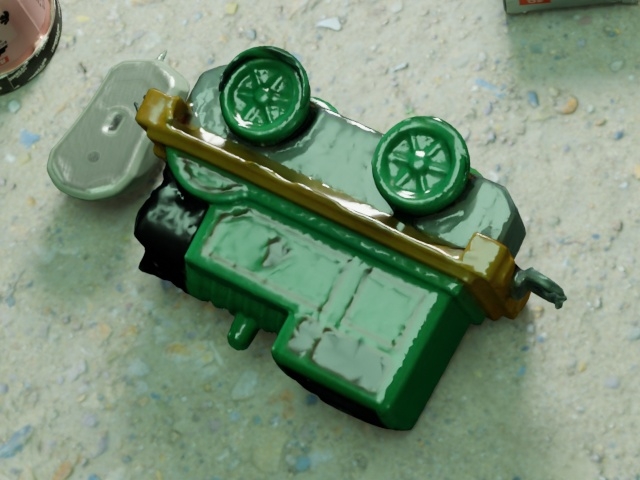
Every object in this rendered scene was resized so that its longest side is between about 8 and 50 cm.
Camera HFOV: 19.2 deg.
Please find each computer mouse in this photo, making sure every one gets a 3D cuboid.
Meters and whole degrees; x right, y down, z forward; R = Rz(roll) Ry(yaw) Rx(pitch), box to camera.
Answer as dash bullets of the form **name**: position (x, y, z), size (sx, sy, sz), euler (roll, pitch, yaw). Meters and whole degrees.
- **computer mouse**: position (-0.184, -0.102, 1.764), size (0.089, 0.056, 0.182), euler (20, 63, 15)

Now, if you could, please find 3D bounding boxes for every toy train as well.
- **toy train**: position (0.000, 0.000, 1.634), size (0.429, 0.178, 0.249), euler (25, 84, 18)

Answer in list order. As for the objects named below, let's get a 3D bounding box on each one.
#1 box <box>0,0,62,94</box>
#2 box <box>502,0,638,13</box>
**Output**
- **box**: position (-0.336, -0.230, 1.802), size (0.151, 0.135, 0.151), euler (-3, 68, 8)
- **box**: position (0.229, -0.347, 1.791), size (0.135, 0.079, 0.269), euler (-5, 66, 8)
